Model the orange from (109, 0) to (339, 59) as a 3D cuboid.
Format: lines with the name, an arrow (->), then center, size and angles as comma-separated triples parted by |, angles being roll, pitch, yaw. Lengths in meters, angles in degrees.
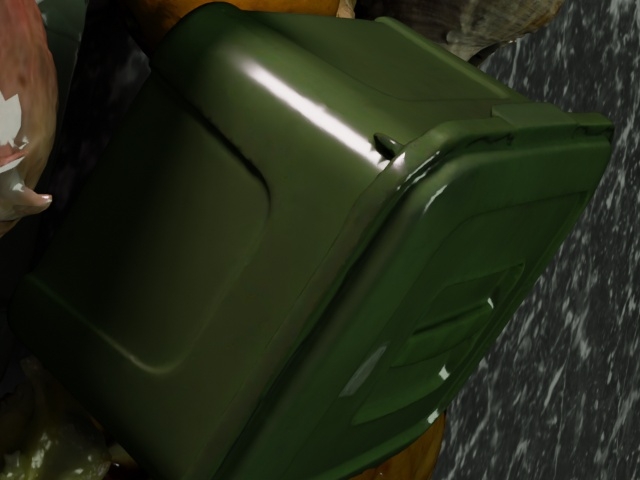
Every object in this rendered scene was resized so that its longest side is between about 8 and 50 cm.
orange -> -0.064, -0.158, 1.082 | 0.124, 0.156, 0.156 | -47, 147, -14

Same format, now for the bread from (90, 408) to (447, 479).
bread -> -0.020, 0.125, 1.264 | 0.277, 0.167, 0.324 | 77, 31, -41

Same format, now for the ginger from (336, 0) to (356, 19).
ginger -> -0.003, -0.142, 1.285 | 0.193, 0.053, 0.176 | -63, -165, 0

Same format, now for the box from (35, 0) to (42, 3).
box -> -0.136, -0.147, 0.840 | 0.233, 0.149, 0.067 | -41, 110, -33

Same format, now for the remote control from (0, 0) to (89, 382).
remote control -> -0.168, -0.085, 0.974 | 0.128, 0.066, 0.335 | 19, 81, -64

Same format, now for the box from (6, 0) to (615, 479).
box -> 0.000, 0.000, 1.005 | 0.252, 0.178, 0.329 | -55, 165, 17

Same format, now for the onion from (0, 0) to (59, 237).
onion -> -0.237, -0.137, 0.549 | 0.354, 0.354, 0.353 | 10, 90, -66

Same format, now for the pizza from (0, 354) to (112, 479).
pizza -> -0.176, 0.188, 1.000 | 0.280, 0.075, 0.287 | 9, 103, -67

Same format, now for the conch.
conch -> 0.097, -0.166, 1.444 | 0.245, 0.163, 0.178 | -49, 136, 2
